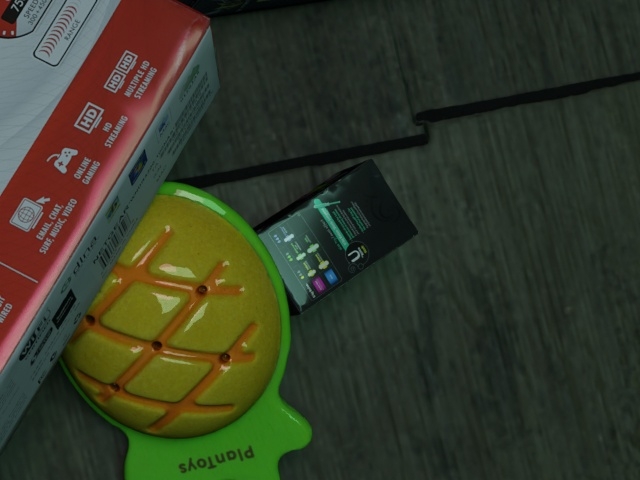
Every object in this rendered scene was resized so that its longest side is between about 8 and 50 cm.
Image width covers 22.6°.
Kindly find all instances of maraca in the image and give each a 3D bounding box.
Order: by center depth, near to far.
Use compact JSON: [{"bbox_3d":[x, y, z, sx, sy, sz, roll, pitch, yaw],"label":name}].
[{"bbox_3d":[-0.074,0.058,0.844,0.127,0.099,0.185,-15,106,9],"label":"maraca"}]

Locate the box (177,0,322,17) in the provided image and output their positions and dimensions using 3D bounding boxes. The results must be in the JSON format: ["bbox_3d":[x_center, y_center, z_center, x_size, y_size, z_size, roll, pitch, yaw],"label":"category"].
[{"bbox_3d":[-0.016,-0.255,0.915,0.183,0.059,0.232,-12,86,-21],"label":"box"}]

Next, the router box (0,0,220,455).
[{"bbox_3d":[-0.258,-0.018,0.757,0.301,0.082,0.335,27,76,8],"label":"router box"}]

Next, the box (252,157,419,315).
[{"bbox_3d":[0.000,0.000,0.889,0.083,0.062,0.052,-35,95,-17],"label":"box"}]
